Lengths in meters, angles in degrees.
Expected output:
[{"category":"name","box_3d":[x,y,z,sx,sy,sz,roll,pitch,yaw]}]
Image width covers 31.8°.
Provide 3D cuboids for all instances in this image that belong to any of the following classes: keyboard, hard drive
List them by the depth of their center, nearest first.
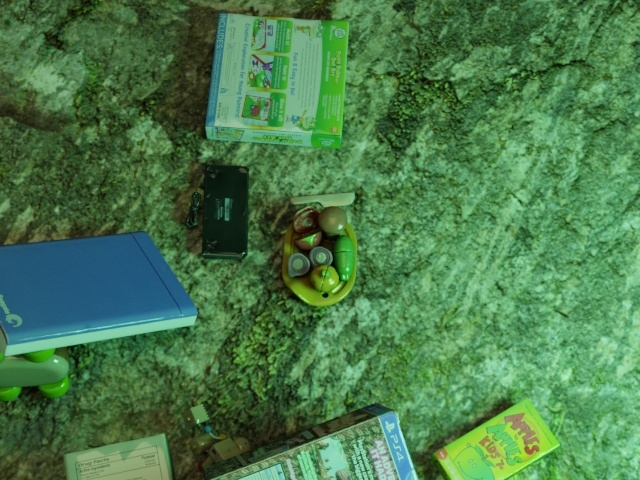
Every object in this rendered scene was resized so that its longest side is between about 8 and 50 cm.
[{"category":"hard drive","box_3d":[-0.381,0.076,1.782,0.318,0.040,0.210,-7,44,-36]},{"category":"keyboard","box_3d":[-0.180,-0.051,1.964,0.108,0.023,0.180,3,65,-7]}]

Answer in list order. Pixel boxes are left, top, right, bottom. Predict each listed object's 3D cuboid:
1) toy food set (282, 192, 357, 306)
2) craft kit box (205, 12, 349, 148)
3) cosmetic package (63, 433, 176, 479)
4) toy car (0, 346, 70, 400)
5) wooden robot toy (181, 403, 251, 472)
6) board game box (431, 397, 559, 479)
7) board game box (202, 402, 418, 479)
[{"category":"toy food set","box_3d":[0.000,0.000,1.917,0.128,0.071,0.218,2,66,-1]},{"category":"craft kit box","box_3d":[-0.076,-0.295,2.059,0.246,0.061,0.250,4,66,3]},{"category":"cosmetic package","box_3d":[-0.279,0.464,1.679,0.160,0.113,0.309,-10,66,-6]},{"category":"toy car","box_3d":[-0.474,0.139,1.805,0.149,0.155,0.188,-2,56,-3]},{"category":"wooden robot toy","box_3d":[-0.148,0.334,1.781,0.079,0.076,0.173,-18,62,-48]},{"category":"board game box","box_3d":[0.278,0.337,1.790,0.181,0.043,0.092,-28,69,-13]},{"category":"board game box","box_3d":[0.001,0.401,1.659,0.291,0.141,0.232,-18,90,-10]}]
